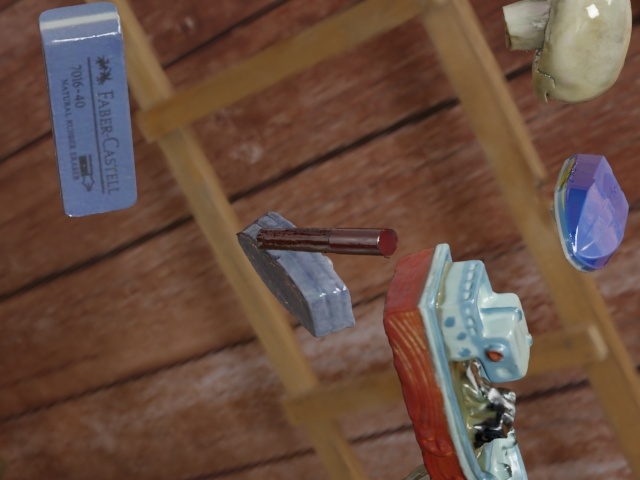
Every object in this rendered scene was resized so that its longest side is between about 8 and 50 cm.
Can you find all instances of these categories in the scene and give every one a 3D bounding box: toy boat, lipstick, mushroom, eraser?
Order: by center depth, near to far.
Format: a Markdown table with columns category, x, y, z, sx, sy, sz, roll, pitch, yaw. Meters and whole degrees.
| category | x | y | z | sx | sy | sz | roll | pitch | yaw |
| --- | --- | --- | --- | --- | --- | --- | --- | --- | --- |
| lipstick | 0.000 | -0.001 | 1.227 | 0.176 | 0.027 | 0.027 | 2 | 33 | 48 |
| mushroom | 0.237 | -0.208 | 1.295 | 0.122 | 0.154 | 0.154 | 4 | 19 | 7 |
| eraser | -0.238 | -0.132 | 1.378 | 0.082 | 0.225 | 0.036 | -10 | 34 | -16 |
| toy boat | 0.175 | 0.165 | 1.465 | 0.133 | 0.332 | 0.145 | -6 | 33 | 19 |
| toy boat | 0.354 | -0.027 | 1.807 | 0.088 | 0.129 | 0.295 | -25 | 10 | 23 |
| toy boat | -0.043 | 0.043 | 2.100 | 0.078 | 0.127 | 0.283 | -29 | 42 | -16 |

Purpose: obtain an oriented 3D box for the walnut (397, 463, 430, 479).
| category | x | y | z | sx | sy | sz | roll | pitch | yaw |
| --- | --- | --- | --- | --- | --- | --- | --- | --- | --- |
| walnut | 0.164 | 0.388 | 1.645 | 0.224 | 0.224 | 0.224 | -29 | 12 | 7 |
